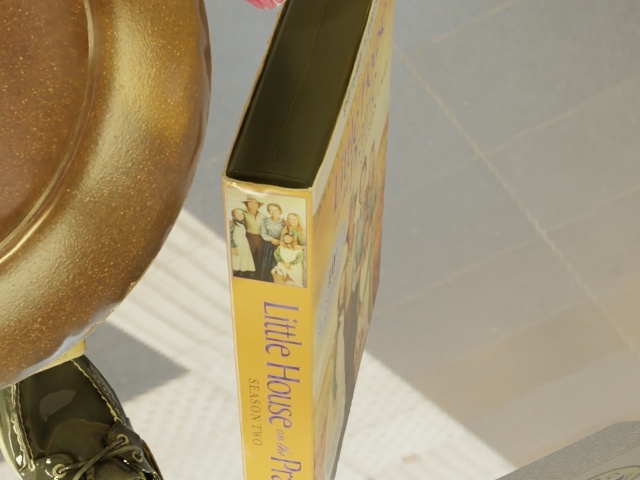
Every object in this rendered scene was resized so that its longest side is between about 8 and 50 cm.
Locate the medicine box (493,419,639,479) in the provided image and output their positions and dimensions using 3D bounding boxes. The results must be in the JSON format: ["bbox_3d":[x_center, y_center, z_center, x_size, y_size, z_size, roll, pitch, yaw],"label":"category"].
[{"bbox_3d":[0.225,0.243,0.721,0.149,0.263,0.289,-22,179,-20],"label":"medicine box"}]

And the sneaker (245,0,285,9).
[{"bbox_3d":[-0.038,-0.186,0.783,0.075,0.170,0.063,-45,113,-2],"label":"sneaker"}]

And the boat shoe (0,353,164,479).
[{"bbox_3d":[-0.202,0.235,1.232,0.127,0.340,0.113,-23,-168,-31],"label":"boat shoe"}]

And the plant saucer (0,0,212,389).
[{"bbox_3d":[-0.206,-0.076,0.613,0.311,0.310,0.050,-19,169,4],"label":"plant saucer"}]

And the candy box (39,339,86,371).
[{"bbox_3d":[-0.320,0.063,0.802,0.183,0.087,0.316,6,-163,34],"label":"candy box"}]

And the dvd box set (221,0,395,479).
[{"bbox_3d":[0.000,0.000,1.009,0.062,0.307,0.420,9,137,8],"label":"dvd box set"}]
